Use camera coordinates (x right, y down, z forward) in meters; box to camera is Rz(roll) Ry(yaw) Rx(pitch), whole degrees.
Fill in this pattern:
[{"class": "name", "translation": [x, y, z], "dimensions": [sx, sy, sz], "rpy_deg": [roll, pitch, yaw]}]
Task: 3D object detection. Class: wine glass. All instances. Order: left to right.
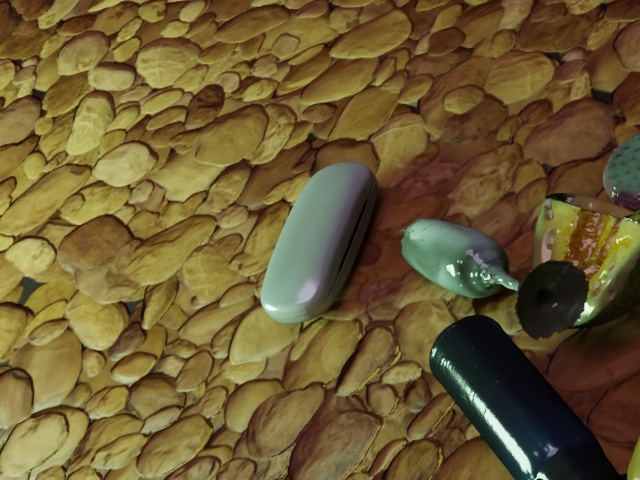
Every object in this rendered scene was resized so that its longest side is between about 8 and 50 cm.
[{"class": "wine glass", "translation": [0.142, 0.025, 1.743], "dimensions": [0.074, 0.074, 0.262], "rpy_deg": [-41, 23, -10]}]

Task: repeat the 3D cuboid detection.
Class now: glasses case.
[{"class": "glasses case", "translation": [0.000, 0.000, 1.925], "dimensions": [0.076, 0.049, 0.197], "rpy_deg": [-7, 44, 32]}]

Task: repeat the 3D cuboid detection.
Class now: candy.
[{"class": "candy", "translation": [0.303, -0.058, 1.770], "dimensions": [0.103, 0.043, 0.103], "rpy_deg": [-19, 39, 16]}]

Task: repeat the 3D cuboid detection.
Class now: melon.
[{"class": "melon", "translation": [0.246, 0.023, 1.703], "dimensions": [0.160, 0.079, 0.128], "rpy_deg": [24, 88, 60]}]

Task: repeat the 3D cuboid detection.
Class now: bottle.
[{"class": "bottle", "translation": [0.165, 0.150, 1.611], "dimensions": [0.082, 0.072, 0.244], "rpy_deg": [-11, 32, -20]}]

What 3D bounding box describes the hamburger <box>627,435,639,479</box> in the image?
[{"class": "hamburger", "translation": [0.304, 0.176, 1.441], "dimensions": [0.162, 0.115, 0.162], "rpy_deg": [-20, 44, 20]}]
